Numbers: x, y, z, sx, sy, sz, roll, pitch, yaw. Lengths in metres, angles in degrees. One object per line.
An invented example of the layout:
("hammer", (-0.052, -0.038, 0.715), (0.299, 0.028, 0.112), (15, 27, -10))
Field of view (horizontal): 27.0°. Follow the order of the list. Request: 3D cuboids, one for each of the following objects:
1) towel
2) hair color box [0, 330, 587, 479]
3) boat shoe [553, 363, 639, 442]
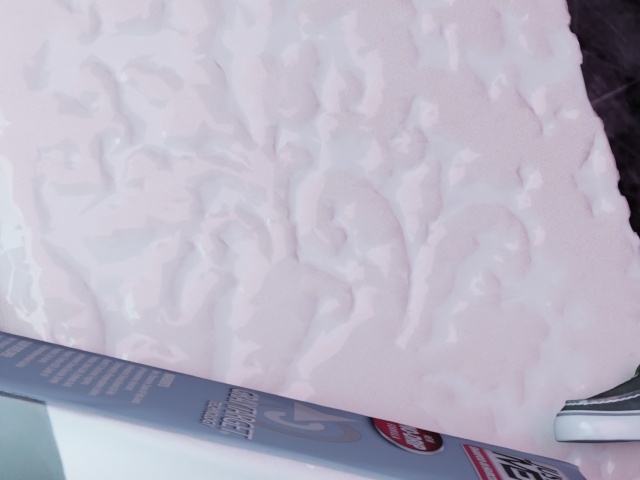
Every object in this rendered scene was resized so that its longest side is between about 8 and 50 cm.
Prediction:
("towel", (0.000, 0.000, 0.635), (0.317, 0.053, 0.331), (-16, 88, -20))
("hair color box", (-0.090, 0.144, 0.510), (0.375, 0.113, 0.185), (13, 93, -2))
("boat shoe", (0.170, 0.072, 0.635), (0.142, 0.049, 0.040), (-3, 82, -25))
